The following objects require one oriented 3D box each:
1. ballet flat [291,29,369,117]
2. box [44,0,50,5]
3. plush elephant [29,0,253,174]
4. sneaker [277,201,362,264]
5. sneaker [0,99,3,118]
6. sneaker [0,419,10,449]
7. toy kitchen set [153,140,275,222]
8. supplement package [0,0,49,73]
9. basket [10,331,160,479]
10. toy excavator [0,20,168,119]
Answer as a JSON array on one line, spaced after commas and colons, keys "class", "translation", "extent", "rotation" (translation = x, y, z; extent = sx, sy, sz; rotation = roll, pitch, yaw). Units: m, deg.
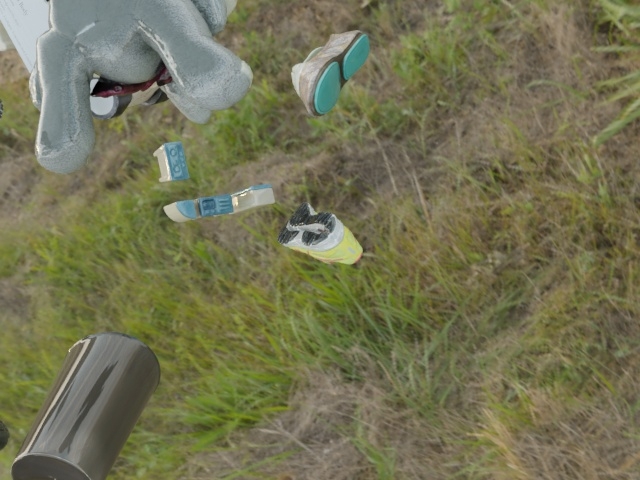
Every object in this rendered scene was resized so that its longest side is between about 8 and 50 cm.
[{"class": "ballet flat", "translation": [0.004, -0.343, 1.604], "extent": [0.106, 0.107, 0.316], "rotation": [10, 36, 20]}, {"class": "box", "translation": [-0.369, -0.388, 1.244], "extent": [0.137, 0.094, 0.027], "rotation": [-8, 57, 29]}, {"class": "plush elephant", "translation": [-0.219, -0.247, 0.980], "extent": [0.272, 0.255, 0.330], "rotation": [-27, 79, 15]}, {"class": "sneaker", "translation": [0.000, 0.000, 1.258], "extent": [0.081, 0.094, 0.208], "rotation": [-55, 23, -3]}, {"class": "sneaker", "translation": [-0.749, -0.207, 1.667], "extent": [0.110, 0.107, 0.275], "rotation": [-39, 35, 34]}, {"class": "sneaker", "translation": [-0.742, 0.359, 1.371], "extent": [0.410, 0.158, 0.182], "rotation": [5, 77, 12]}, {"class": "toy kitchen set", "translation": [-0.228, -0.137, 1.677], "extent": [0.122, 0.207, 0.166], "rotation": [-12, 90, 52]}, {"class": "supplement package", "translation": [-0.444, -0.464, 1.474], "extent": [0.263, 0.198, 0.199], "rotation": [-27, 95, 18]}, {"class": "basket", "translation": [-0.362, 0.281, 1.197], "extent": [0.204, 0.154, 0.227], "rotation": [-44, 18, 30]}, {"class": "toy excavator", "translation": [-0.546, -0.481, 1.796], "extent": [0.433, 0.222, 0.445], "rotation": [-37, 91, 34]}]
